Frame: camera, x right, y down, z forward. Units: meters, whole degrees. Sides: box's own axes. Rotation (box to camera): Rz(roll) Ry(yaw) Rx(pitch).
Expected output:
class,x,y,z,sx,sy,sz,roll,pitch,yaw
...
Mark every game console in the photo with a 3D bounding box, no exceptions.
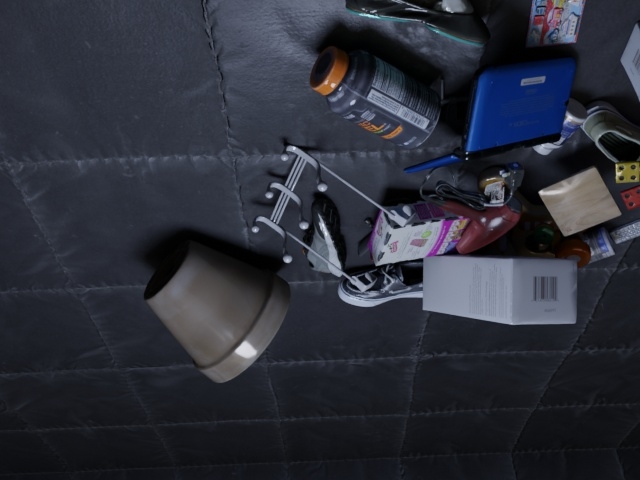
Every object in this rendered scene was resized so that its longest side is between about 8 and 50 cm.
class,x,y,z,sx,sy,sz,roll,pitch,yaw
game console,0.332,-0.246,1.388,0.293,0.173,0.250,-16,123,-36

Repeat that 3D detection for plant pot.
class,x,y,z,sx,sy,sz,roll,pitch,yaw
plant pot,-0.287,0.156,1.801,0.280,0.323,0.323,39,129,-22

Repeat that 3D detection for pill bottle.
class,x,y,z,sx,sy,sz,roll,pitch,yaw
pill bottle,0.499,-0.238,1.478,0.067,0.067,0.120,12,141,-19
pill bottle,0.101,-0.280,1.345,0.245,0.131,0.130,22,137,-28
pill bottle,0.689,0.024,1.833,0.137,0.078,0.078,-24,138,26

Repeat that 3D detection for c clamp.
class,x,y,z,sx,sy,sz,roll,pitch,yaw
c clamp,0.321,-0.281,1.446,0.160,0.022,0.137,-3,145,0

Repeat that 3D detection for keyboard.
class,x,y,z,sx,sy,sz,roll,pitch,yaw
keyboard,0.876,-0.053,1.795,0.255,0.014,0.072,-25,138,27

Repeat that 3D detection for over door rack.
class,x,y,z,sx,sy,sz,roll,pitch,yaw
over door rack,0.016,-0.037,1.568,0.324,0.108,0.240,29,128,2

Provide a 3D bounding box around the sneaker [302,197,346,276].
class,x,y,z,sx,sy,sz,roll,pitch,yaw
sneaker,0.000,0.001,1.748,0.107,0.100,0.272,1,143,10

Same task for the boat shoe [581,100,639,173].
class,x,y,z,sx,sy,sz,roll,pitch,yaw
boat shoe,0.669,-0.196,1.522,0.302,0.094,0.109,21,138,-28

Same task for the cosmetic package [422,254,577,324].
class,x,y,z,sx,sy,sz,roll,pitch,yaw
cosmetic package,0.424,0.111,1.711,0.196,0.155,0.365,2,178,-22

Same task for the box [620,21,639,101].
class,x,y,z,sx,sy,sz,roll,pitch,yaw
box,0.674,-0.333,1.306,0.170,0.130,0.091,-1,143,-1

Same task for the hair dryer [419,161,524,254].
class,x,y,z,sx,sy,sz,roll,pitch,yaw
hair dryer,0.343,-0.074,1.592,0.223,0.080,0.294,-2,137,11

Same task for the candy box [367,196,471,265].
class,x,y,z,sx,sy,sz,roll,pitch,yaw
candy box,0.245,-0.026,1.701,0.233,0.071,0.159,-9,146,-19

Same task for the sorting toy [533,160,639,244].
class,x,y,z,sx,sy,sz,roll,pitch,yaw
sorting toy,0.584,-0.097,1.557,0.274,0.046,0.132,-26,111,32

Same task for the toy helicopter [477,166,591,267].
class,x,y,z,sx,sy,sz,roll,pitch,yaw
toy helicopter,0.486,-0.052,1.712,0.234,0.140,0.355,-23,129,39

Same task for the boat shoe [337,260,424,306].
class,x,y,z,sx,sy,sz,roll,pitch,yaw
boat shoe,0.197,0.105,1.892,0.301,0.108,0.102,-2,144,-5

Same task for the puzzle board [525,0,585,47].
class,x,y,z,sx,sy,sz,roll,pitch,yaw
puzzle board,0.433,-0.410,1.288,0.096,0.011,0.128,-5,144,4

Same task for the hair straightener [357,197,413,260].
class,x,y,z,sx,sy,sz,roll,pitch,yaw
hair straightener,0.155,-0.032,1.751,0.089,0.047,0.230,17,139,-25

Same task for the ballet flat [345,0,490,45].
class,x,y,z,sx,sy,sz,roll,pitch,yaw
ballet flat,0.181,-0.411,1.208,0.280,0.095,0.096,9,130,-15
